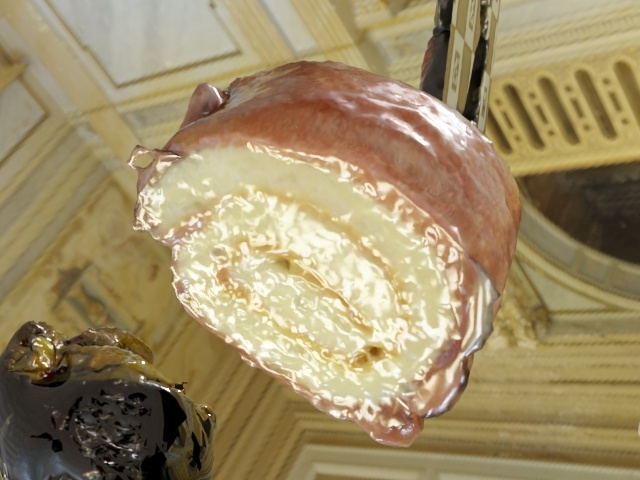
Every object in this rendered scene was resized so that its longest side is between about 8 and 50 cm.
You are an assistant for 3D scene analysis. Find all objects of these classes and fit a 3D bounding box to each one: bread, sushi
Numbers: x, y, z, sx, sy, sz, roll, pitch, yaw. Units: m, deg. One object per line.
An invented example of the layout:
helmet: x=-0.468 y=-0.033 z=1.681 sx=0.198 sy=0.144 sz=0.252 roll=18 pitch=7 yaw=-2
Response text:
bread: x=0.005 y=-0.010 z=0.622 sx=0.190 sy=0.244 sz=0.123 roll=-55 pitch=-177 yaw=31
sushi: x=-0.205 y=0.181 z=0.941 sx=0.213 sy=0.200 sz=0.204 roll=8 pitch=-121 yaw=-5
sushi: x=0.115 y=-0.140 z=0.957 sx=0.064 sy=0.343 sz=0.359 roll=7 pitch=-176 yaw=14

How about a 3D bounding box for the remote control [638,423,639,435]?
remote control: x=0.482 y=0.167 z=1.244 sx=0.090 sy=0.230 sz=0.049 roll=23 pitch=-161 yaw=17
